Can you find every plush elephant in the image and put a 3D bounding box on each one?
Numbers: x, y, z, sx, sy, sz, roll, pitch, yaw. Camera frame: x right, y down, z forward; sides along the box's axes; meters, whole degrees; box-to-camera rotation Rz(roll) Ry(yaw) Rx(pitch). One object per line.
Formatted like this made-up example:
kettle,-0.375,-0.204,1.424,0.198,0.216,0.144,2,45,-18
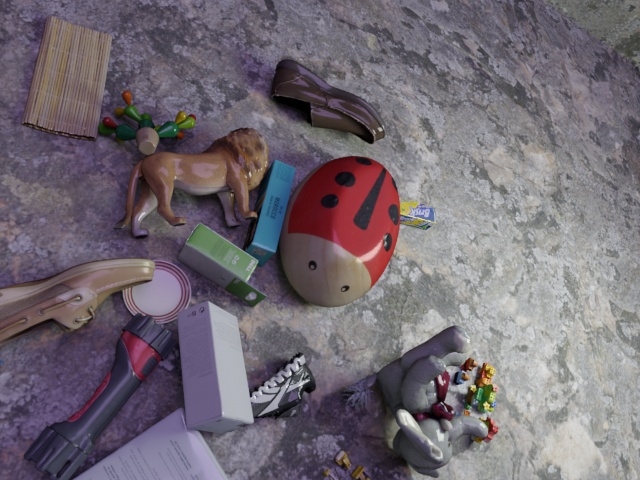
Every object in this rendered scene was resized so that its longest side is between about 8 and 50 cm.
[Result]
plush elephant,0.244,0.382,1.119,0.329,0.272,0.256,-25,65,-5

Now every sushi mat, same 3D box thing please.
sushi mat,-0.584,-0.381,1.167,0.151,0.019,0.317,9,64,-25

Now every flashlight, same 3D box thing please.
flashlight,-0.401,0.278,0.923,0.103,0.103,0.304,43,60,-10

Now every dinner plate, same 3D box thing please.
dinner plate,-0.349,0.110,1.069,0.141,0.017,0.141,12,62,-23

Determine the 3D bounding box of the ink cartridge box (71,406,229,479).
ink cartridge box,-0.293,0.516,0.845,0.330,0.071,0.324,-30,74,-25

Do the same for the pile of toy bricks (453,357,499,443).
pile of toy bricks,0.418,0.399,1.290,0.118,0.105,0.212,32,57,-12

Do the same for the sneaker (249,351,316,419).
sneaker,-0.096,0.342,1.060,0.234,0.078,0.106,-32,82,-37

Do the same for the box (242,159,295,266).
box,-0.127,-0.068,1.218,0.060,0.100,0.245,21,59,-17

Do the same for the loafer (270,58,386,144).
loafer,0.015,-0.366,1.430,0.365,0.134,0.130,29,80,-2

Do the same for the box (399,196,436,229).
box,0.253,-0.081,1.453,0.168,0.054,0.059,13,63,-23

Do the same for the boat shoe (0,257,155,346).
boat shoe,-0.477,0.120,0.944,0.340,0.121,0.110,-17,81,-22

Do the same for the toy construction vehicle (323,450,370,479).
toy construction vehicle,0.061,0.517,1.089,0.085,0.035,0.098,-36,87,-35

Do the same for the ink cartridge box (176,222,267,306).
ink cartridge box,-0.207,0.058,1.111,0.209,0.109,0.062,34,59,-10

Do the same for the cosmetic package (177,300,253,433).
cosmetic package,-0.209,0.249,0.983,0.117,0.085,0.231,47,24,-55

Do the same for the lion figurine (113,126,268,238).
lion figurine,-0.282,-0.146,1.140,0.391,0.142,0.241,-7,80,-35

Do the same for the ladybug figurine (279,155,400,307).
ladybug figurine,0.072,-0.049,1.245,0.305,0.162,0.450,32,58,-15

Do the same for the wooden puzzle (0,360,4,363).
wooden puzzle,-0.602,0.244,0.847,0.078,0.014,0.116,32,84,-17

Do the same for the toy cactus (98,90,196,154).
toy cactus,-0.390,-0.258,1.137,0.218,0.112,0.181,2,34,-20
